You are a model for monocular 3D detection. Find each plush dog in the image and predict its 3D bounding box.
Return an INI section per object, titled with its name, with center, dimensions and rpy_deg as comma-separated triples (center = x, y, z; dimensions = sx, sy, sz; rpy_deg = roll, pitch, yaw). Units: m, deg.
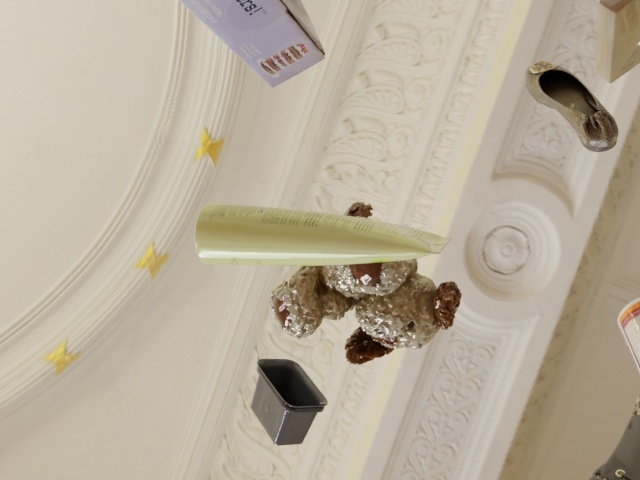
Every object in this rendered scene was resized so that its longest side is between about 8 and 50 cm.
[plush dog]
center = 0.088, 0.076, 1.187
dimensions = 0.225, 0.211, 0.262
rpy_deg = 48, -49, -13

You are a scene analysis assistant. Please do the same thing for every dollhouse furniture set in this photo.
[dollhouse furniture set]
center = 0.346, -0.282, 0.885
dimensions = 0.151, 0.144, 0.123
rpy_deg = -36, -122, -4

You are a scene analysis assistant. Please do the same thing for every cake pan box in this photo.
[cake pan box]
center = -0.106, -0.284, 0.638
dimensions = 0.070, 0.267, 0.246
rpy_deg = -29, -109, 13

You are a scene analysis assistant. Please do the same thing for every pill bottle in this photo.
[pill bottle]
center = 0.674, 0.223, 1.520
dimensions = 0.121, 0.221, 0.121
rpy_deg = -2, -48, -2

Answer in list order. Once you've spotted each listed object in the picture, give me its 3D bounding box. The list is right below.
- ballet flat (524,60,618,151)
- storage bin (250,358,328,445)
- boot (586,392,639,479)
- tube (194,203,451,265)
[ballet flat]
center = 0.413, -0.237, 1.285
dimensions = 0.084, 0.250, 0.058
rpy_deg = -21, -46, 2
[storage bin]
center = -0.056, 0.271, 1.290
dimensions = 0.098, 0.135, 0.091
rpy_deg = 6, -66, -34
[boot]
center = 0.388, 0.257, 0.767
dimensions = 0.179, 0.236, 0.085
rpy_deg = -48, -42, -28
[tube]
center = 0.000, 0.000, 0.740
dimensions = 0.240, 0.070, 0.062
rpy_deg = 2, -40, 15
